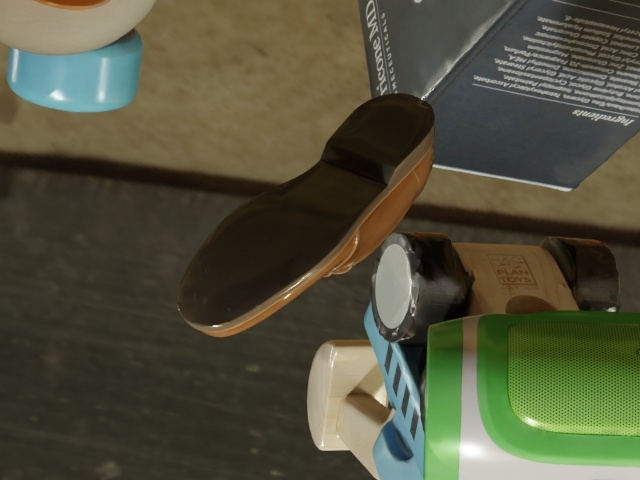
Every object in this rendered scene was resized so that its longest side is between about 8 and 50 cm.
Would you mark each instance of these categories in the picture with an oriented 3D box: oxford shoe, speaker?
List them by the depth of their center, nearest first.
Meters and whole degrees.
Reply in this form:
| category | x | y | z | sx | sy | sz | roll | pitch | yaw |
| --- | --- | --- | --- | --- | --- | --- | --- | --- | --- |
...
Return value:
| category | x | y | z | sx | sy | sz | roll | pitch | yaw |
| --- | --- | --- | --- | --- | --- | --- | --- | --- | --- |
| oxford shoe | 0.000 | 0.000 | 1.189 | 0.076 | 0.076 | 0.212 | 32 | 58 | 33 |
| speaker | 0.218 | 0.114 | 1.279 | 0.296 | 0.131 | 0.131 | 2 | 80 | 3 |

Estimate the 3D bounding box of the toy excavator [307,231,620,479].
| category | x | y | z | sx | sy | sz | roll | pitch | yaw |
| --- | --- | --- | --- | --- | --- | --- | --- | --- | --- |
| toy excavator | 0.117 | 0.166 | 1.936 | 0.433 | 0.222 | 0.445 | -111 | 32 | -43 |

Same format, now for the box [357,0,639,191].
| category | x | y | z | sx | sy | sz | roll | pitch | yaw |
| --- | --- | --- | --- | --- | --- | --- | --- | --- | --- |
| box | 0.210 | -0.274 | 1.611 | 0.395 | 0.212 | 0.294 | -48 | 42 | 49 |

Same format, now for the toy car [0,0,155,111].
| category | x | y | z | sx | sy | sz | roll | pitch | yaw |
| --- | --- | --- | --- | --- | --- | --- | --- | --- | --- |
| toy car | -0.154 | -0.156 | 0.933 | 0.210 | 0.238 | 0.219 | 5 | 109 | -14 |
